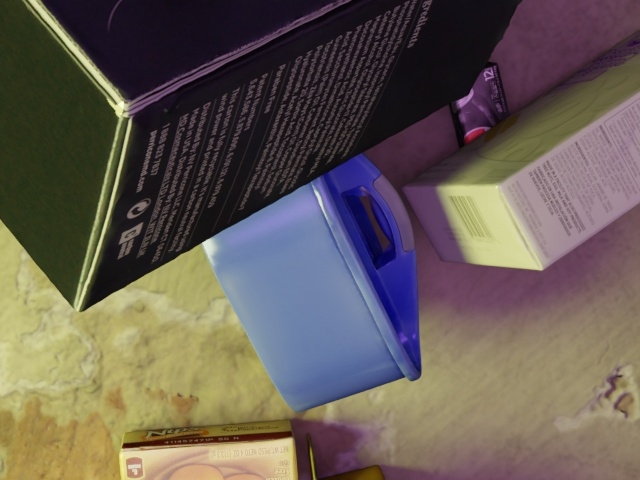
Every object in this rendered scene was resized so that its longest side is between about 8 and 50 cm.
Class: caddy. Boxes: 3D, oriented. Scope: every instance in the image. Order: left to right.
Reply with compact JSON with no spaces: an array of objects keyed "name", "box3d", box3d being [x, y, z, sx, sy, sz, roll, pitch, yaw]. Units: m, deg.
[{"name":"caddy","box3d":[0.000,0.000,1.783,0.179,0.241,0.341,-22,121,7]}]

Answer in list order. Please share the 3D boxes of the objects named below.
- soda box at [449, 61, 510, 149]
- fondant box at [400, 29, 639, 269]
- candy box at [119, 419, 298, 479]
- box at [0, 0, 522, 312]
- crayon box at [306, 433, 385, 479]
[{"name":"soda box","box3d":[0.174,-0.098,1.884,0.053,0.060,0.169,-16,98,-3]},{"name":"fondant box","box3d":[0.268,-0.098,1.756,0.330,0.238,0.096,-32,101,-16]},{"name":"candy box","box3d":[-0.108,0.356,1.918,0.183,0.087,0.316,-4,98,-2]},{"name":"box","box3d":[-0.142,-0.280,1.552,0.471,0.297,0.480,-31,70,-30]},{"name":"crayon box","box3d":[0.055,0.364,1.870,0.081,0.202,0.319,-12,99,-1]}]
